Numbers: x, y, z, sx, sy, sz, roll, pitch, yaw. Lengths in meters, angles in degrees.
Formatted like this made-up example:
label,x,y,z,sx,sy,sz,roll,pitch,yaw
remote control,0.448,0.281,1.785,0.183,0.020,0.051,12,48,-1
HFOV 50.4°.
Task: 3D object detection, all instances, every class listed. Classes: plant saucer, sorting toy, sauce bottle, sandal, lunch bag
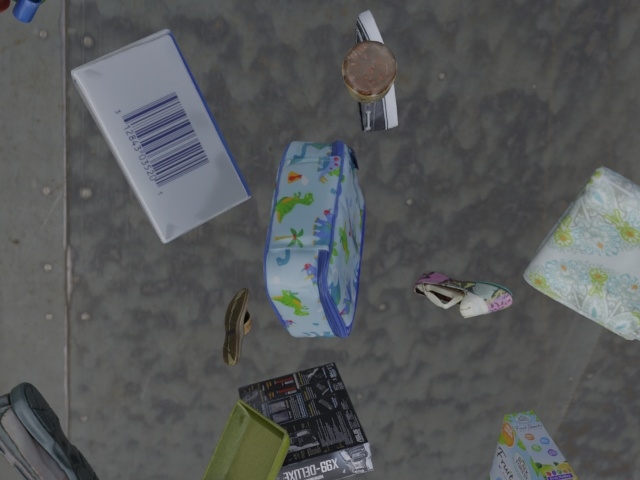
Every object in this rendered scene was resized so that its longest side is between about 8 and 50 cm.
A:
label,x,y,z,sx,sy,sz,roll,pitch,yaw
plant saucer,-0.135,0.424,1.304,0.045,0.188,0.188,28,82,-36
sorting toy,-0.264,-0.223,0.582,0.061,0.102,0.042,44,128,-11
sauce bottle,0.039,-0.132,0.549,0.042,0.128,0.042,1,98,5
sandal,-0.184,0.199,1.556,0.049,0.180,0.072,18,157,-37
lunch bag,0.000,0.000,0.826,0.090,0.219,0.176,0,147,12

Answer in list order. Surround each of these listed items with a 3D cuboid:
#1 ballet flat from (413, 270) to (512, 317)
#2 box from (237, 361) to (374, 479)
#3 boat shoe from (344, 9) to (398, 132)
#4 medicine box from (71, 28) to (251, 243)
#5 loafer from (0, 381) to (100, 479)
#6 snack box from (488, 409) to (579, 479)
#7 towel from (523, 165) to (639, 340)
label,x,y,z,sx,sy,sz,roll,pitch,yaw
ballet flat,0.296,0.121,1.454,0.079,0.221,0.077,-44,131,-33
box,-0.043,0.406,1.494,0.242,0.307,0.076,-14,115,-8
boat shoe,0.101,-0.362,1.510,0.102,0.108,0.301,-17,141,1
medicine box,-0.253,-0.159,1.064,0.149,0.289,0.263,-28,105,-11
loafer,-0.379,0.327,0.955,0.084,0.096,0.267,-28,100,-7
snack box,0.210,0.259,0.687,0.037,0.100,0.141,-6,123,-13
towel,0.657,0.048,1.488,0.320,0.090,0.374,31,142,10
